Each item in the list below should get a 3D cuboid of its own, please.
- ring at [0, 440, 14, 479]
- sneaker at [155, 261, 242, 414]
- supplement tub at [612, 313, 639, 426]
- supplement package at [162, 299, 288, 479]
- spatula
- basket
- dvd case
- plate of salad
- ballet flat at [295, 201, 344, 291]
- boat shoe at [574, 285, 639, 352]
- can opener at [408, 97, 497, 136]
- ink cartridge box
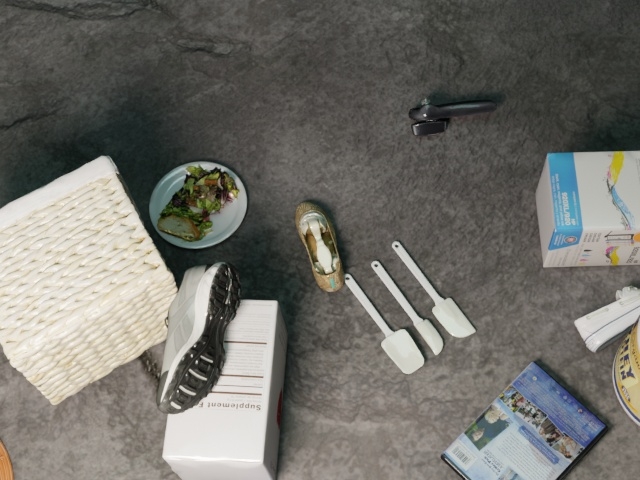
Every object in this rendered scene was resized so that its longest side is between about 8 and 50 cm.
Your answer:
[{"bbox_3d":[-0.721,0.463,1.841,0.336,0.032,0.337,-1,65,3],"label":"ring"},{"bbox_3d":[-0.220,0.165,1.736,0.108,0.100,0.272,2,64,35],"label":"sneaker"},{"bbox_3d":[0.635,0.193,1.732,0.228,0.316,0.228,-1,64,3],"label":"supplement tub"},{"bbox_3d":[-0.161,0.270,1.819,0.175,0.177,0.293,2,65,6],"label":"supplement package"},{"bbox_3d":[0.159,0.123,1.960,0.168,0.019,0.242,-32,67,-11],"label":"spatula"},{"bbox_3d":[-0.436,0.078,1.853,0.331,0.328,0.266,-31,70,-12],"label":"basket"},{"bbox_3d":[0.365,0.362,1.831,0.253,0.022,0.180,-42,70,-16],"label":"dvd case"},{"bbox_3d":[-0.248,-0.078,2.066,0.199,0.048,0.200,-2,64,3],"label":"plate of salad"},{"bbox_3d":[0.000,0.000,2.002,0.073,0.067,0.206,-20,64,-4],"label":"ballet flat"},{"bbox_3d":[0.578,0.119,1.901,0.226,0.083,0.076,-29,67,-9],"label":"boat shoe"},{"bbox_3d":[0.274,-0.268,2.131,0.186,0.073,0.059,-13,25,-6],"label":"can opener"},{"bbox_3d":[0.541,-0.058,1.940,0.232,0.171,0.168,-2,64,3],"label":"ink cartridge box"}]
